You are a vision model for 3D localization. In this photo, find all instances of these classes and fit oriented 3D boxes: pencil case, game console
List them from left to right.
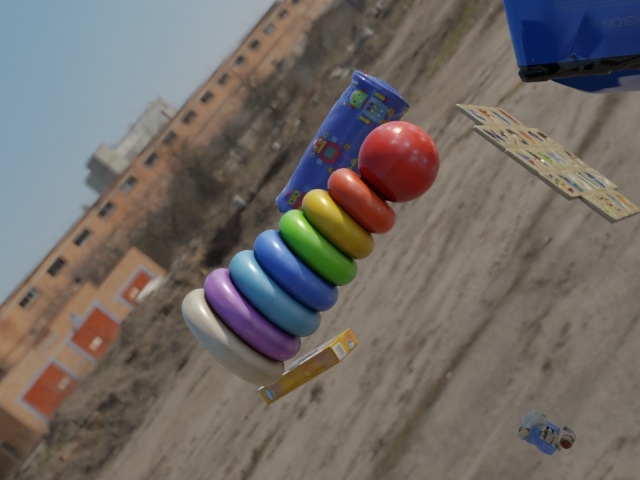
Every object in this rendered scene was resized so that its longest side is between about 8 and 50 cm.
[{"bbox_3d":[0.038,-0.153,1.839,0.306,0.119,0.133,-58,-23,10],"label":"pencil case"},{"bbox_3d":[0.372,-0.257,1.113,0.293,0.250,0.173,1,29,39],"label":"game console"}]

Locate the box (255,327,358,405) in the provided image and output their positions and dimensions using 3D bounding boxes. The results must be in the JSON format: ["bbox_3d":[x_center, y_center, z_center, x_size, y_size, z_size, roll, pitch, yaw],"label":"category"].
[{"bbox_3d":[-0.021,0.166,1.305,0.136,0.028,0.081,-36,-2,23],"label":"box"}]

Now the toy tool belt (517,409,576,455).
[{"bbox_3d":[0.327,0.289,1.477,0.051,0.083,0.052,-55,-7,-51],"label":"toy tool belt"}]

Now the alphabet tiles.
[{"bbox_3d":[0.350,-0.121,1.543,0.011,0.285,0.342,-57,-19,19],"label":"alphabet tiles"}]

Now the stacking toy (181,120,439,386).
[{"bbox_3d":[0.000,0.000,1.123,0.330,0.141,0.141,-48,7,8],"label":"stacking toy"}]
